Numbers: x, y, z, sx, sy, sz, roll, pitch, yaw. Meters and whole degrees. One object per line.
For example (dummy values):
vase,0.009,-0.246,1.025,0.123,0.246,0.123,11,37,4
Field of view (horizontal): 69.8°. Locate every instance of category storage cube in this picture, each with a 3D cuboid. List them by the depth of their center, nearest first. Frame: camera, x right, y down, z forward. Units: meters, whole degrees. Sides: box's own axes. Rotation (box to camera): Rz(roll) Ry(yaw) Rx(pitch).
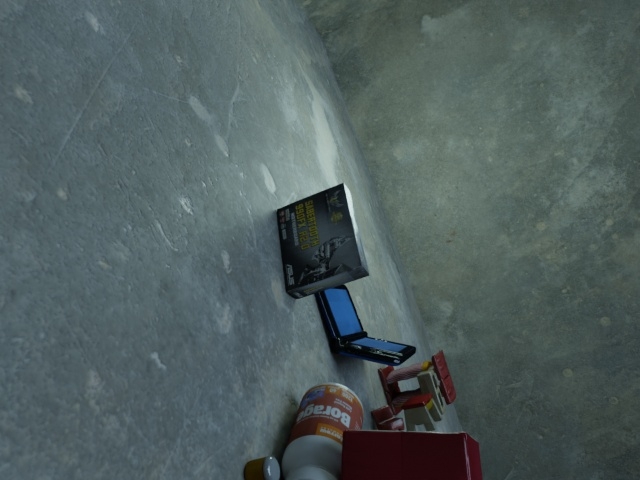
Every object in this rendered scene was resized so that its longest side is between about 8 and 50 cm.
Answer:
storage cube,0.143,0.390,0.672,0.215,0.183,0.193,50,38,-54

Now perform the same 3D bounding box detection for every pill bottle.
pill bottle,0.004,0.348,0.767,0.216,0.121,0.121,-62,130,-69

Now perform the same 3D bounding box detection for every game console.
game console,0.130,0.219,1.258,0.293,0.249,0.174,18,80,-69

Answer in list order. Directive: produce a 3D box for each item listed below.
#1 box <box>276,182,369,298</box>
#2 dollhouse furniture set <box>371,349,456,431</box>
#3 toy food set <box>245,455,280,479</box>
box,0.000,0.000,1.059,0.056,0.182,0.231,46,30,-54
dollhouse furniture set,0.258,0.446,1.356,0.374,0.201,0.152,9,62,-64
toy food set,-0.040,0.401,0.591,0.111,0.104,0.233,39,34,-60
